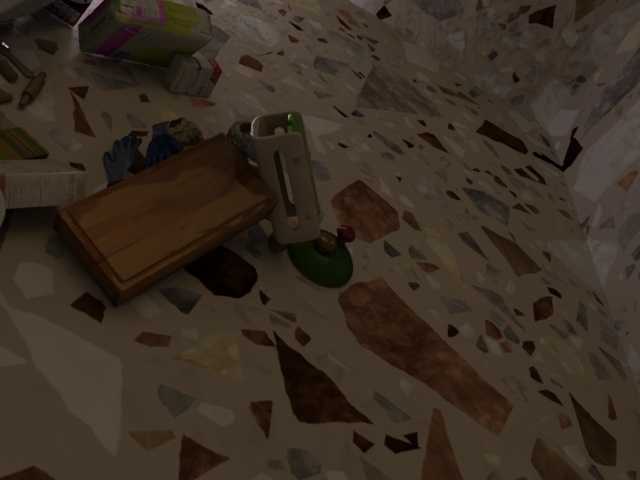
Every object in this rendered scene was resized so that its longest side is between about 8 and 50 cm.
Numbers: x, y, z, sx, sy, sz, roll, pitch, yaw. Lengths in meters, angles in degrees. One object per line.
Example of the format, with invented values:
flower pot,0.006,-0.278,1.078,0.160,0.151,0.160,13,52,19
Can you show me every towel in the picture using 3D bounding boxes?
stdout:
towel,-0.678,-0.178,1.436,0.102,0.021,0.237,39,33,15

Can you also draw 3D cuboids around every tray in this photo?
tray,-0.301,-0.056,1.444,0.410,0.076,0.203,-34,79,-37

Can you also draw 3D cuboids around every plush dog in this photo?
plush dog,-0.262,-0.147,1.675,0.262,0.211,0.226,4,52,2

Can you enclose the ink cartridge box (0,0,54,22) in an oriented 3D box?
ink cartridge box,-0.794,-0.623,1.587,0.308,0.384,0.091,59,-5,-3

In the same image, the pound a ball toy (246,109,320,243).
pound a ball toy,-0.083,-0.142,1.643,0.135,0.319,0.208,-8,35,3

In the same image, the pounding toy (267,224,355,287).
pounding toy,0.000,0.000,1.754,0.236,0.110,0.183,31,33,-9

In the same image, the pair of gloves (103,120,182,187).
pair of gloves,-0.400,-0.194,1.595,0.023,0.198,0.159,61,17,-50

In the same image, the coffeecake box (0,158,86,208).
coffeecake box,-0.567,-0.110,1.348,0.142,0.068,0.185,20,18,39

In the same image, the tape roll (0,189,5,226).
tape roll,-0.648,-0.019,1.124,0.246,0.169,0.246,24,35,-18

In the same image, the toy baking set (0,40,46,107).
toy baking set,-0.738,-0.397,1.640,0.196,0.030,0.256,27,34,-14

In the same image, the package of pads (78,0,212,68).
package of pads,-0.469,-0.568,1.917,0.296,0.229,0.101,-1,79,-43

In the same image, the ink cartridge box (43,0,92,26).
ink cartridge box,-0.663,-0.729,1.803,0.130,0.272,0.309,38,4,2

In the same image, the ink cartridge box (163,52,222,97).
ink cartridge box,-0.364,-0.469,2.015,0.135,0.099,0.056,0,47,-44
